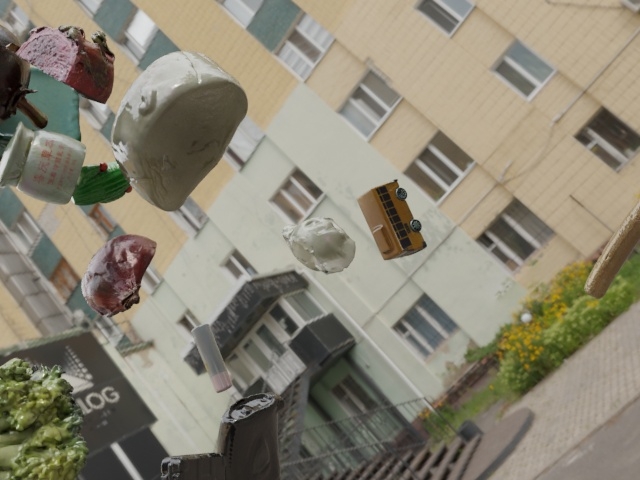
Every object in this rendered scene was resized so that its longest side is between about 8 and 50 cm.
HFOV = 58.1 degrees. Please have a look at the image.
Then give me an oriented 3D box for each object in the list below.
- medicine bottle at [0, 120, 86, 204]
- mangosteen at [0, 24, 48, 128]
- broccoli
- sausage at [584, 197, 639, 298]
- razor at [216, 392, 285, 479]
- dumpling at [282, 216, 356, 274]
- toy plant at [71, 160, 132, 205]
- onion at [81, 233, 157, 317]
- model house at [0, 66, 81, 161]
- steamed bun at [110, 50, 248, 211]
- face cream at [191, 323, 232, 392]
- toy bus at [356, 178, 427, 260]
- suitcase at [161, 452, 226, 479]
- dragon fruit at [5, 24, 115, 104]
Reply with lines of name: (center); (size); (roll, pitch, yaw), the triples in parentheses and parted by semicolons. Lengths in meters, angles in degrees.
medicine bottle: (-0.579, -0.159, 1.197); (0.143, 0.147, 0.147); (19, -57, -31)
mangosteen: (-0.689, -0.325, 1.200); (0.235, 0.261, 0.235); (-50, 18, 23)
broccoli: (-0.660, 0.436, 1.185); (0.293, 0.348, 0.281); (-32, -30, 17)
sausage: (0.758, 0.027, 1.464); (0.066, 0.066, 0.301); (-27, -36, -44)
razor: (-0.197, 0.601, 1.626); (0.204, 0.113, 0.349); (-14, -67, -43)
dumpling: (0.000, 0.000, 1.261); (0.127, 0.188, 0.108); (-40, -38, -21)
toy plant: (-0.585, -0.163, 1.611); (0.240, 0.088, 0.154); (-18, -30, -50)
onion: (-0.511, 0.081, 1.437); (0.120, 0.283, 0.227); (38, -93, -30)
model house: (-0.759, -0.281, 1.438); (0.280, 0.230, 0.249); (5, -26, -33)
steamed bun: (-0.375, -0.285, 1.409); (0.383, 0.247, 0.236); (-54, -40, 8)
face cream: (-0.316, 0.343, 1.676); (0.057, 0.198, 0.084); (-20, -16, -16)
toy bus: (0.187, -0.048, 1.527); (0.114, 0.201, 0.098); (-20, -6, -32)
suitcase: (-0.289, 0.647, 1.340); (0.066, 0.285, 0.206); (-12, -21, 19)
dragon fruit: (-0.358, -0.272, 0.835); (0.096, 0.147, 0.102); (-63, -24, 8)
